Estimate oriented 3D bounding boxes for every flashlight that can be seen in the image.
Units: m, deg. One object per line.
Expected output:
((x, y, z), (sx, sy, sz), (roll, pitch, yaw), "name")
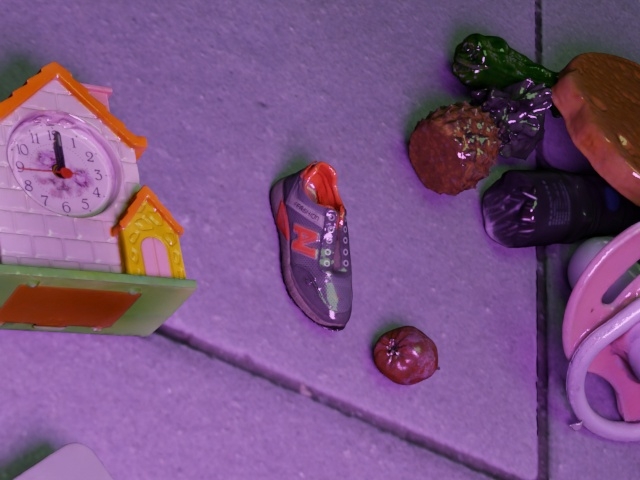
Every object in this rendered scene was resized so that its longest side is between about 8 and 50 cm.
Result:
((0.389, -0.045, 1.718), (0.424, 0.103, 0.103), (-3, 64, -40), "flashlight")

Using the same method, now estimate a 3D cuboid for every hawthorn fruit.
((0.104, 0.134, 1.408), (0.103, 0.067, 0.066), (41, 38, -47), "hawthorn fruit")

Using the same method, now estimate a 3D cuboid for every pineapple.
((0.212, -0.140, 1.631), (0.237, 0.119, 0.111), (-30, 81, -41), "pineapple")

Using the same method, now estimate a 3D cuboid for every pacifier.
((0.408, 0.093, 1.550), (0.332, 0.220, 0.273), (43, 40, -36), "pacifier")

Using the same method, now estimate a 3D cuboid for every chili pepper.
((0.265, -0.228, 1.755), (0.257, 0.074, 0.100), (9, 47, -38), "chili pepper")

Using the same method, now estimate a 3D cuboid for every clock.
((-0.256, -0.048, 1.208), (0.220, 0.106, 0.255), (6, 58, -35), "clock")

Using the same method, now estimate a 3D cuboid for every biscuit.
((0.451, -0.128, 1.735), (0.312, 0.057, 0.351), (14, 40, -29), "biscuit")

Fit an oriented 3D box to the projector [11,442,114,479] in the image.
((-0.217, 0.327, 1.003), (0.257, 0.079, 0.259), (-32, 84, -46), "projector")

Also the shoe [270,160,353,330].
((0.001, 0.001, 1.394), (0.074, 0.077, 0.194), (5, 59, -36), "shoe")
